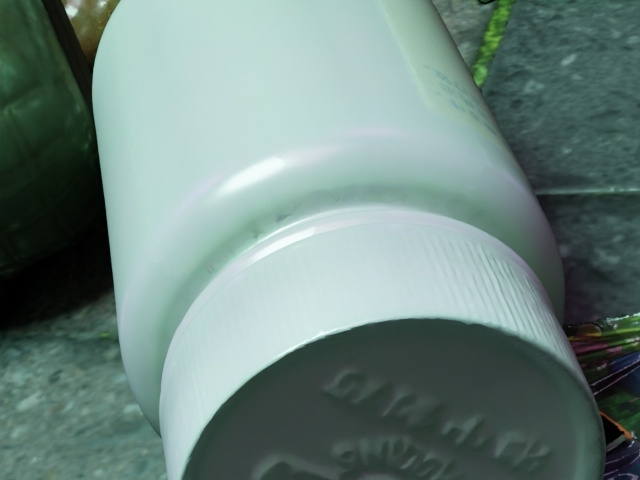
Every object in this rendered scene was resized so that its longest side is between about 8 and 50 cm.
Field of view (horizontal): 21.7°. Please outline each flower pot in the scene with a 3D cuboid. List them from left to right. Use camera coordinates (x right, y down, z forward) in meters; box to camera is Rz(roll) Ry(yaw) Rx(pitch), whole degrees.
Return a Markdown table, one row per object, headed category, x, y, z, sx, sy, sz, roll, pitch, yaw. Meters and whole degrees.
| category | x | y | z | sx | sy | sz | roll | pitch | yaw |
| --- | --- | --- | --- | --- | --- | --- | --- | --- | --- |
| flower pot | -0.261 | -0.105 | 1.042 | 0.213 | 0.302 | 0.302 | -23 | 35 | -2 |

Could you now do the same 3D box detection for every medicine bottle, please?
| category | x | y | z | sx | sy | sz | roll | pitch | yaw |
| --- | --- | --- | --- | --- | --- | --- | --- | --- | --- |
| medicine bottle | 0.000 | 0.000 | 0.834 | 0.213 | 0.213 | 0.379 | -18 | 34 | 1 |

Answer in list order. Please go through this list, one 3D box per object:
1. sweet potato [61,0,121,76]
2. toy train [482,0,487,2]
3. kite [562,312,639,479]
| category | x | y | z | sx | sy | sz | roll | pitch | yaw |
| --- | --- | --- | --- | --- | --- | --- | --- | --- | --- |
| sweet potato | -0.136 | -0.201 | 1.278 | 0.341 | 0.092 | 0.114 | -36 | 55 | -22 |
| toy train | 0.114 | -0.227 | 1.246 | 0.071 | 0.038 | 0.148 | -23 | 34 | -8 |
| kite | 0.208 | 0.072 | 0.779 | 0.234 | 0.016 | 0.321 | -30 | 30 | -16 |
